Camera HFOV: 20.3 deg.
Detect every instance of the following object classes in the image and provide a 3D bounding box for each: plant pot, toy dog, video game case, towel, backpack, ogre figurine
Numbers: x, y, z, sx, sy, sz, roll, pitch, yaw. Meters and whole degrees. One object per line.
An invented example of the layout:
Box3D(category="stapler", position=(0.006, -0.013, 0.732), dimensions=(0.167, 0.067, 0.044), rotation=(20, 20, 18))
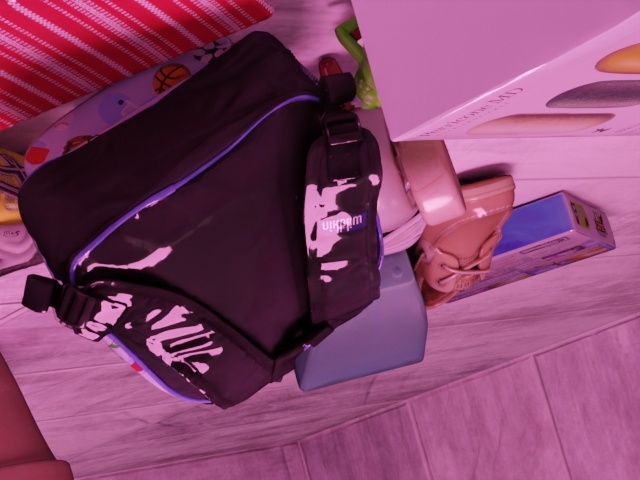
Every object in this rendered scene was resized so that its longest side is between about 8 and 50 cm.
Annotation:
Box3D(category="plant pot", position=(-0.462, 0.259, 2.274), dimensions=(0.263, 0.229, 0.263), rotation=(-16, 168, -3))
Box3D(category="toy dog", position=(0.037, -0.087, 1.607), dimensions=(0.220, 0.161, 0.334), rotation=(-16, -176, -11))
Box3D(category="video game case", position=(0.252, 0.014, 2.480), dimensions=(0.269, 0.061, 0.244), rotation=(-19, 167, 19))
Box3D(category="towel", position=(-0.189, -0.142, 1.232), dimensions=(0.275, 0.031, 0.199), rotation=(-20, 166, 15))
Box3D(category="plant pot", position=(0.040, 0.056, 2.166), dimensions=(0.166, 0.165, 0.234), rotation=(-13, 160, -10))
Box3D(category="backpack", position=(-0.083, -0.008, 1.357), dimensions=(0.276, 0.213, 0.263), rotation=(-31, 136, -3))
Box3D(category="ogre figurine", position=(0.081, -0.156, 1.381), dimensions=(0.118, 0.097, 0.197), rotation=(-31, -172, -15))

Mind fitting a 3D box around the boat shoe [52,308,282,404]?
Box3D(category="boat shoe", position=(-0.173, 0.123, 2.187), dimensions=(0.127, 0.158, 0.340), rotation=(-25, 165, 40))

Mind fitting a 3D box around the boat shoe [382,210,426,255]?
Box3D(category="boat shoe", position=(0.000, 0.000, 2.001), dimensions=(0.267, 0.096, 0.088), rotation=(-14, 165, -11))

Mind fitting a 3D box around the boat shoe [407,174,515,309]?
Box3D(category="boat shoe", position=(0.174, 0.005, 2.205), dimensions=(0.122, 0.110, 0.341), rotation=(-13, 169, -12))

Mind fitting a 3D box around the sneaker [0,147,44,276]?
Box3D(category="sneaker", position=(-0.291, -0.030, 1.396), dimensions=(0.145, 0.147, 0.385), rotation=(-22, -175, 19))

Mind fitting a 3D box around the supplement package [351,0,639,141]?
Box3D(category="supplement package", position=(0.171, -0.184, 1.075), dimensions=(0.263, 0.198, 0.199), rotation=(-4, 164, -44))
